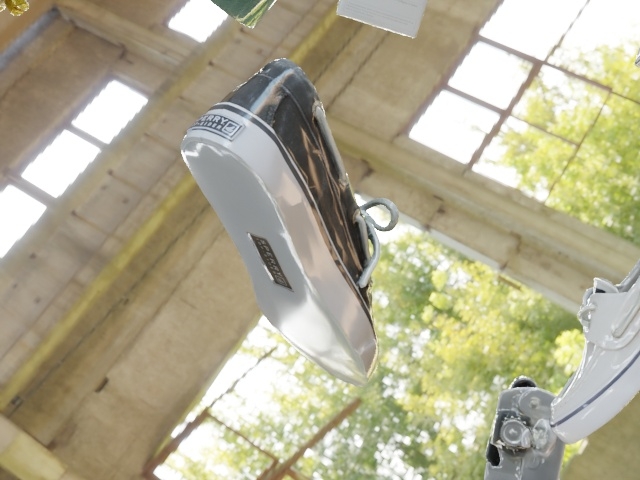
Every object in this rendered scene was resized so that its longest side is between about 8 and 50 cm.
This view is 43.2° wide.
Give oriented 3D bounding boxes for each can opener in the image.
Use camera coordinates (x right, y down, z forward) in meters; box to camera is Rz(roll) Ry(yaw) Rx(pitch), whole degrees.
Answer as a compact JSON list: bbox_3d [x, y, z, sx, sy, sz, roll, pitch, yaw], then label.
[{"bbox_3d":[0.205,0.289,0.863,0.095,0.076,0.283,-11,-69,-79],"label":"can opener"}]

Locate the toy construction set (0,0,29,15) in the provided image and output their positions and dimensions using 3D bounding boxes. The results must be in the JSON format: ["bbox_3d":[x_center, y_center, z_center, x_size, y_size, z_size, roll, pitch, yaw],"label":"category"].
[{"bbox_3d":[-0.552,-0.439,1.339,0.309,0.237,0.257,-36,-13,19],"label":"toy construction set"}]

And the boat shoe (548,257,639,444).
[{"bbox_3d":[0.288,0.069,0.755,0.267,0.088,0.096,-55,-10,16],"label":"boat shoe"}]

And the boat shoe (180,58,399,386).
[{"bbox_3d":[-0.003,-0.001,0.629,0.105,0.113,0.306,-50,-45,-24],"label":"boat shoe"}]

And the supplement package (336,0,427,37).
[{"bbox_3d":[0.094,-0.353,0.989,0.105,0.105,0.179,-80,8,-70],"label":"supplement package"}]

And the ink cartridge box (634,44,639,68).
[{"bbox_3d":[0.500,-0.221,0.965,0.092,0.218,0.158,-50,9,52],"label":"ink cartridge box"}]

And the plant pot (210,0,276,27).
[{"bbox_3d":[-0.100,-0.441,0.950,0.235,0.293,0.293,-42,-16,16],"label":"plant pot"}]
